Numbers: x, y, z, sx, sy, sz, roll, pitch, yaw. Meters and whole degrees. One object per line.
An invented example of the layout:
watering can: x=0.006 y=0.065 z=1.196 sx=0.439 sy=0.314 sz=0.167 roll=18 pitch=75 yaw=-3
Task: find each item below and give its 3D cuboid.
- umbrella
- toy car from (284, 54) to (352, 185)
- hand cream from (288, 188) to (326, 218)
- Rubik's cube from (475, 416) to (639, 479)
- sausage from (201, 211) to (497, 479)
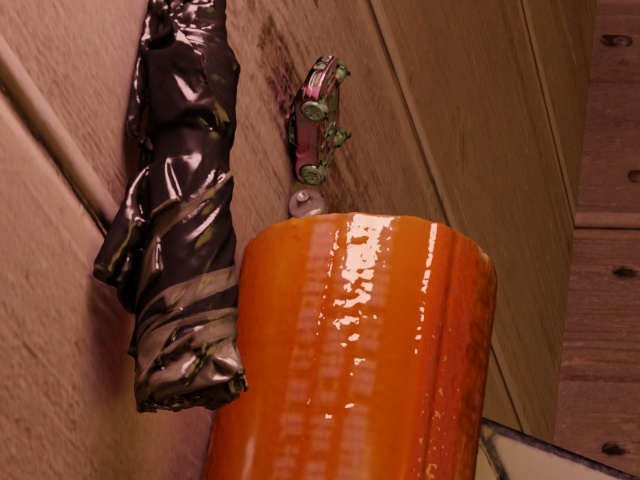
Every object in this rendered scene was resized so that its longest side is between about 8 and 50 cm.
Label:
umbrella: x=-0.108 y=-0.047 z=1.383 sx=0.113 sy=0.106 sz=0.357 roll=71 pitch=16 yaw=-74
toy car: x=-0.006 y=-0.116 z=1.780 sx=0.142 sy=0.055 sz=0.069 roll=91 pitch=20 yaw=-46
hand cream: x=0.000 y=0.000 z=1.844 sx=0.057 sy=0.037 sz=0.165 roll=58 pitch=-6 yaw=34
Rubik's cube: x=0.144 y=0.325 z=1.783 sx=0.259 sy=0.260 sz=0.254 roll=-18 pitch=-126 yaw=61
sausage: x=0.025 y=0.143 z=1.594 sx=0.233 sy=0.233 sz=0.287 roll=63 pitch=34 yaw=-60
